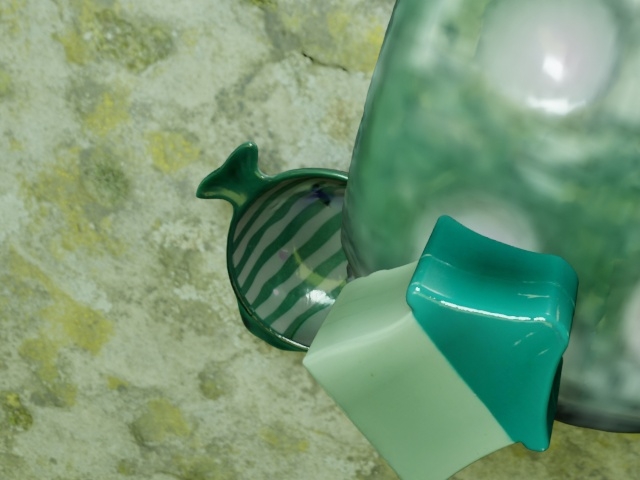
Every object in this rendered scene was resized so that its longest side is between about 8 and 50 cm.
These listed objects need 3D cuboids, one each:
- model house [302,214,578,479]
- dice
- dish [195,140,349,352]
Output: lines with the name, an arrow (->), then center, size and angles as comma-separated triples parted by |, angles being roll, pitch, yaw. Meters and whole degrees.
model house -> 0.088, 0.061, 0.614 | 0.149, 0.100, 0.127 | -33, 103, 31
dice -> 0.213, -0.088, 0.751 | 0.328, 0.330, 0.348 | 19, 117, 7
dish -> 0.000, 0.000, 0.993 | 0.246, 0.078, 0.224 | 46, 117, -10
